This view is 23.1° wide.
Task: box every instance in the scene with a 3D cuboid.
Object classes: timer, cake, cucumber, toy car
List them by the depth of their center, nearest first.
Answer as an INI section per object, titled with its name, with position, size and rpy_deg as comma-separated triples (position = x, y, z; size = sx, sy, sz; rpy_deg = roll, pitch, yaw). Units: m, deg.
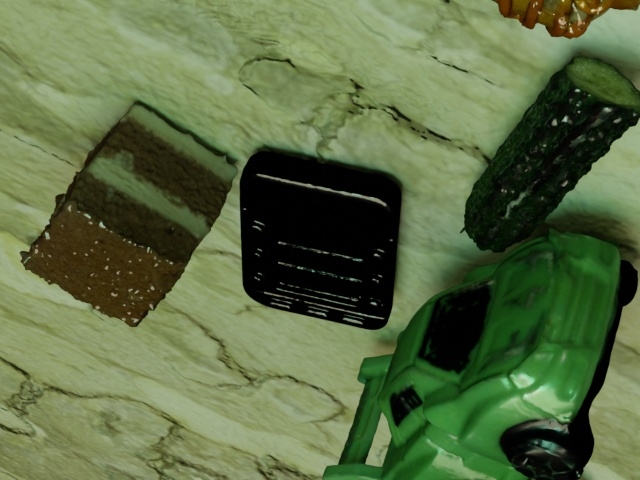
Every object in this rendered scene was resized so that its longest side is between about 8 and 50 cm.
[cucumber]
position = 0.173, -0.057, 1.242
size = 0.077, 0.077, 0.265
rpy_deg = 25, 144, -6
[toy car]
position = 0.139, 0.129, 1.379
size = 0.176, 0.213, 0.358
rpy_deg = 23, 149, -2
[cake]
position = -0.169, -0.026, 1.392
size = 0.134, 0.147, 0.135
rpy_deg = 30, 143, -15
[timer]
position = 0.000, 0.000, 1.427
size = 0.144, 0.055, 0.187
rpy_deg = 12, 140, 9

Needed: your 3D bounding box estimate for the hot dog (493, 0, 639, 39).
[hot dog]
position = 0.073, -0.246, 1.006
size = 0.349, 0.117, 0.158
rpy_deg = 34, 142, -18
